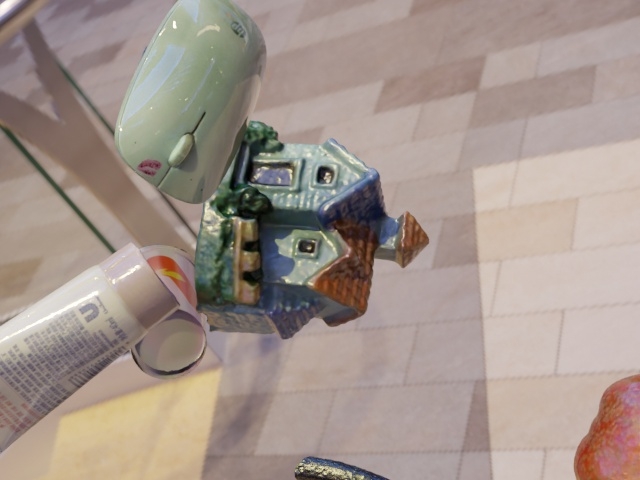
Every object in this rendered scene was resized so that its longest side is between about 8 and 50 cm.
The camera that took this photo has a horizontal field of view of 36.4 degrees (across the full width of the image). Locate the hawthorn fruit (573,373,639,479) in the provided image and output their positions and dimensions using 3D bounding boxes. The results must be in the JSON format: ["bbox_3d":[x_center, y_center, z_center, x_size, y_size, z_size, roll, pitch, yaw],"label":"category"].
[{"bbox_3d":[0.425,0.269,1.099,0.210,0.210,0.262,-41,33,-9],"label":"hawthorn fruit"}]

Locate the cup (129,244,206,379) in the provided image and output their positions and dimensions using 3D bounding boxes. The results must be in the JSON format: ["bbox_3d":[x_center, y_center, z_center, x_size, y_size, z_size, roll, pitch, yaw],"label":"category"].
[{"bbox_3d":[-0.291,0.138,1.807,0.203,0.203,0.288,-35,21,-1],"label":"cup"}]

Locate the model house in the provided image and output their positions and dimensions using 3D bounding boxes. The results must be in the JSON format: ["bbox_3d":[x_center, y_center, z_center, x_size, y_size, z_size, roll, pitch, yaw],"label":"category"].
[{"bbox_3d":[0.000,0.000,1.513,0.329,0.252,0.295,8,61,8],"label":"model house"}]

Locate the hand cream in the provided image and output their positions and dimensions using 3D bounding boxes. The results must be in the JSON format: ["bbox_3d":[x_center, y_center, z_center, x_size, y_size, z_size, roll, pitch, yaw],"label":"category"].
[{"bbox_3d":[-0.256,0.107,0.944,0.248,0.133,0.083,-35,41,-9],"label":"hand cream"}]

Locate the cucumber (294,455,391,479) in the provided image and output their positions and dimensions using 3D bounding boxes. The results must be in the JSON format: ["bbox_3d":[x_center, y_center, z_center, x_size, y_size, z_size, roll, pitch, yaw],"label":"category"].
[{"bbox_3d":[0.059,0.450,1.828,0.214,0.052,0.058,10,38,21],"label":"cucumber"}]

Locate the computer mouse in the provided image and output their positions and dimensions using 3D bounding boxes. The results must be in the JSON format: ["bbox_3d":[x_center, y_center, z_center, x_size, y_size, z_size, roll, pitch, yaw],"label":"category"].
[{"bbox_3d":[-0.146,-0.188,1.207,0.097,0.159,0.288,-20,44,42],"label":"computer mouse"}]
